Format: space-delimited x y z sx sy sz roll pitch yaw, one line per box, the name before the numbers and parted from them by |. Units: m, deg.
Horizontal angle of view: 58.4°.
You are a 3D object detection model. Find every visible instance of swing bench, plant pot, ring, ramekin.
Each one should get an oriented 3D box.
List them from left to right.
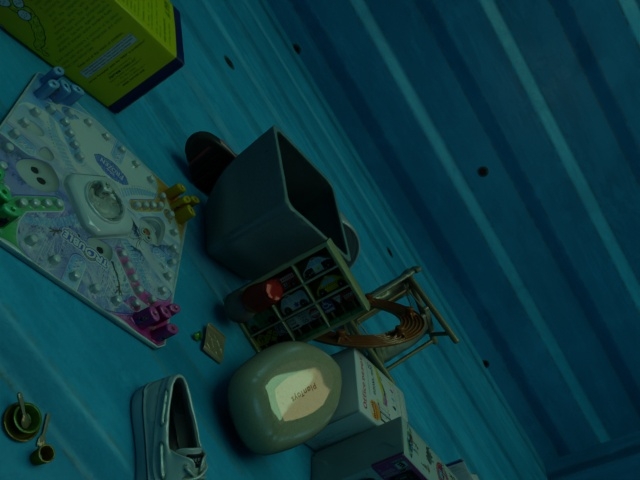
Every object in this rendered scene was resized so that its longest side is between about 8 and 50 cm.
plant pot | -0.117 -0.047 1.275 0.247 0.252 0.248 40 29 -44
ramekin | 0.000 0.000 1.591 0.207 0.207 0.109 50 14 -30
ring | 0.086 0.184 1.400 0.336 0.336 0.032 -38 132 -70
swing bench | 0.215 0.245 1.657 0.255 0.253 0.165 61 -19 2

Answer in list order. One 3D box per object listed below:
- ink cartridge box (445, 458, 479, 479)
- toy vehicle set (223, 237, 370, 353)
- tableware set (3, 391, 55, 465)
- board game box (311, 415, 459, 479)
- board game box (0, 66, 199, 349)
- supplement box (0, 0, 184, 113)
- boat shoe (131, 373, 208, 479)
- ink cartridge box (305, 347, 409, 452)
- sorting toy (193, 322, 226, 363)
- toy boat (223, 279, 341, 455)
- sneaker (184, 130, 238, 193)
ink cartridge box | 0.403 0.778 1.595 0.333 0.165 0.065 65 20 7
toy vehicle set | -0.051 0.129 1.186 0.166 0.266 0.035 58 19 -7
tableware set | -0.368 0.216 0.644 0.154 0.024 0.104 44 26 -42
board game box | 0.155 0.533 1.220 0.303 0.224 0.098 50 22 -28
board game box | -0.368 -0.067 0.982 0.390 0.050 0.390 48 24 -35
supplement box | -0.451 -0.449 1.071 0.356 0.195 0.194 40 29 -48
boat shoe | -0.206 0.319 0.815 0.095 0.084 0.258 23 42 -61
ink cartridge box | 0.073 0.388 1.289 0.233 0.168 0.171 47 25 -34
sorting toy | -0.211 0.188 1.086 0.083 0.012 0.062 51 27 -36
toy boat | -0.092 0.236 1.109 0.267 0.148 0.318 -9 76 -47
sneaker | -0.233 -0.168 1.405 0.314 0.115 0.136 49 12 -49
